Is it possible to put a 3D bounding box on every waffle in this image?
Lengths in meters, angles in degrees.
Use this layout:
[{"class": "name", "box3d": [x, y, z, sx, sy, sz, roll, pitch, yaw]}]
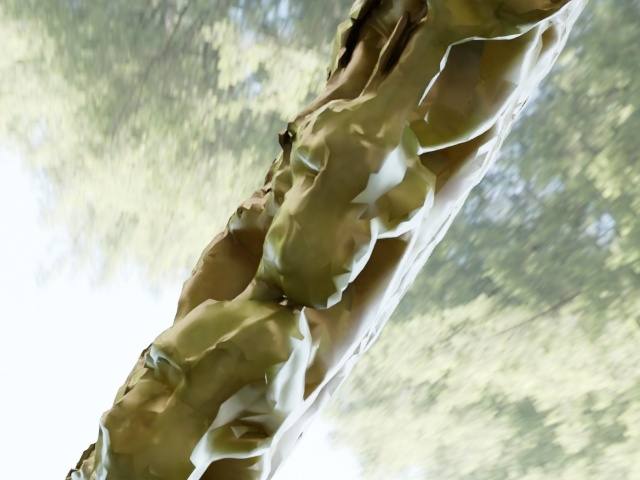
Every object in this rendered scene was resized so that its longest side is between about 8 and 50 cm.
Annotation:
[{"class": "waffle", "box3d": [0.002, 0.001, 0.521, 0.051, 0.291, 0.291, 33, -104, 3]}]
